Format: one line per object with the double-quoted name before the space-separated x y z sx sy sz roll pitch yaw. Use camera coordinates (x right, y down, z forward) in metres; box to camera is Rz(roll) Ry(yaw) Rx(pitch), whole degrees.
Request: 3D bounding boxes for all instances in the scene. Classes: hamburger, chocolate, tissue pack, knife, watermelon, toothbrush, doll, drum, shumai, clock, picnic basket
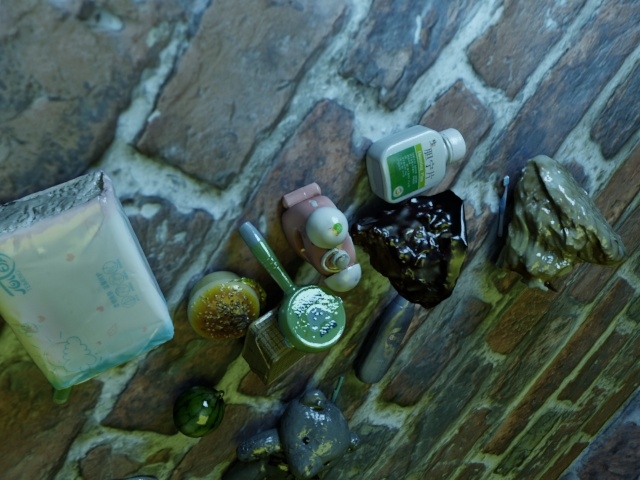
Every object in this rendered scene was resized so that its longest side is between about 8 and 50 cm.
"hamburger" -0.166 0.119 0.853 0.141 0.081 0.127 4 116 -31
"chocolate" 0.140 0.014 0.901 0.176 0.207 0.224 7 156 -11
"tissue pack" -0.349 0.063 0.693 0.201 0.124 0.271 -26 126 -19
"knife" 0.038 0.365 1.162 0.014 0.005 0.091 2 116 -32
"watermelon" -0.232 0.327 0.930 0.108 0.109 0.109 -14 123 -22
"toothbrush" 0.428 -0.077 1.120 0.017 0.014 0.162 -31 130 -28
"doll" -0.067 0.504 1.086 0.340 0.158 0.246 -43 116 3
"drum" -0.068 0.091 0.813 0.253 0.049 0.130 40 61 -5
"shumai" 0.501 -0.023 1.108 0.262 0.267 0.314 -36 110 29
"clock" 0.000 0.000 0.828 0.092 0.162 0.166 -26 127 -11
"picnic basket" -0.076 0.190 0.894 0.115 0.079 0.164 -34 159 -30

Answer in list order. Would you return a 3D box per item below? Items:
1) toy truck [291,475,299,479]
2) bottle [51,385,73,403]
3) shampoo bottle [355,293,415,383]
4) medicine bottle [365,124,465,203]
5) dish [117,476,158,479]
"toy truck" -0.128 0.720 1.174 0.305 0.162 0.136 -31 128 -10
"bottle" -0.428 0.235 0.805 0.030 0.030 0.083 14 110 -35
"shampoo bottle" 0.155 0.228 1.119 0.087 0.049 0.234 10 111 -36
"medicine bottle" 0.180 -0.151 0.901 0.183 0.069 0.119 -24 122 -17
"dish" -0.420 0.601 0.991 0.229 0.081 0.230 -13 122 -22
